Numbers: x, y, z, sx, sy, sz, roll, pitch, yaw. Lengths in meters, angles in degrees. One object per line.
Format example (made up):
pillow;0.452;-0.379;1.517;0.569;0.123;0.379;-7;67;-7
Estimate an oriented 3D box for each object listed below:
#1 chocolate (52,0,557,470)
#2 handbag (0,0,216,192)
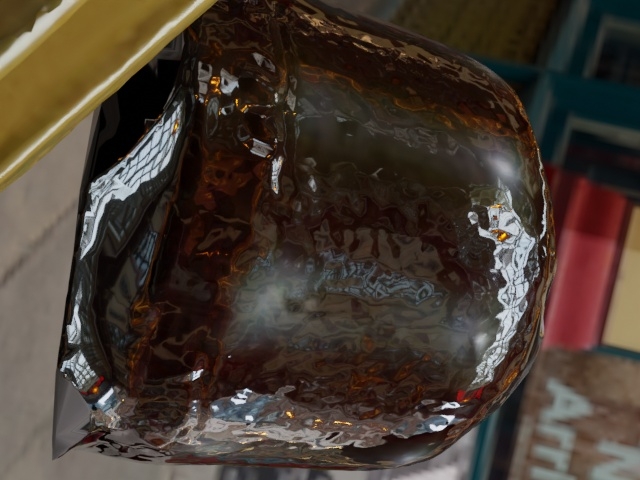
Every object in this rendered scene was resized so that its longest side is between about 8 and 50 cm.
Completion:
chocolate;0.000;0.000;1.180;0.383;0.331;0.383;-170;-90;-87
handbag;-0.114;-0.172;0.377;0.401;0.283;0.133;-46;174;-16
